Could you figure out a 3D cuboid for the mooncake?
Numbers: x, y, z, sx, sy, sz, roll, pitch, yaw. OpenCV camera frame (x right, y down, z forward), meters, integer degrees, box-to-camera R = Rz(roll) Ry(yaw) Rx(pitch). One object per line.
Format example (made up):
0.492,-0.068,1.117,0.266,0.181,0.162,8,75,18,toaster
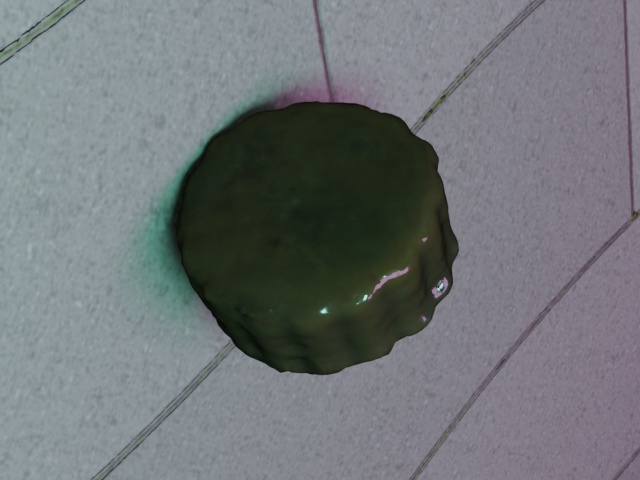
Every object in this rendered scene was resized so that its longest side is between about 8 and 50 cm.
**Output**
0.000,0.000,1.333,0.228,0.228,0.124,-51,149,-23,mooncake
